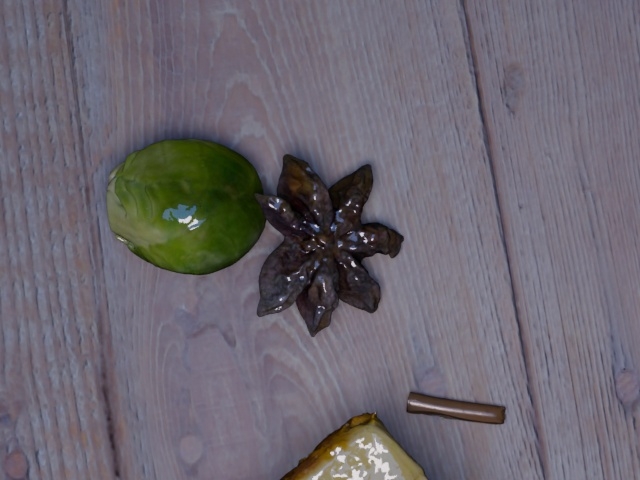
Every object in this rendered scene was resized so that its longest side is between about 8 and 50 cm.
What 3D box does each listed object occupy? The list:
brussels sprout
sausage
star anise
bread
[{"bbox_3d":[-0.155,-0.038,1.799,0.180,0.144,0.162,-12,85,2],"label":"brussels sprout"},{"bbox_3d":[0.159,0.197,1.815,0.116,0.026,0.026,8,83,3],"label":"sausage"},{"bbox_3d":[0.014,0.005,1.805,0.196,0.073,0.212,0,85,-29],"label":"star anise"},{"bbox_3d":[0.012,0.344,1.678,0.279,0.279,0.207,-40,80,-2],"label":"bread"}]
